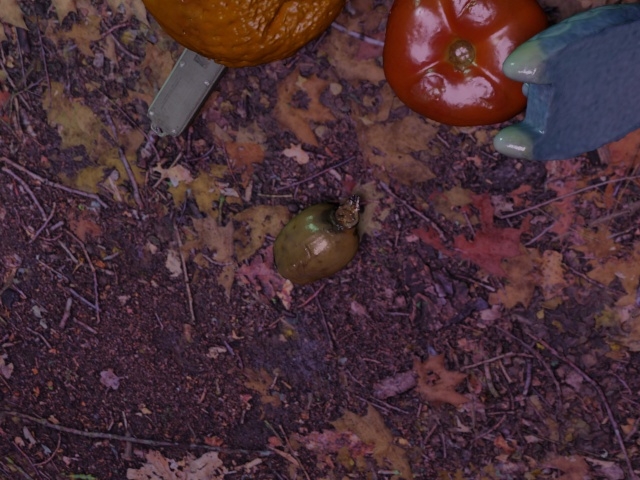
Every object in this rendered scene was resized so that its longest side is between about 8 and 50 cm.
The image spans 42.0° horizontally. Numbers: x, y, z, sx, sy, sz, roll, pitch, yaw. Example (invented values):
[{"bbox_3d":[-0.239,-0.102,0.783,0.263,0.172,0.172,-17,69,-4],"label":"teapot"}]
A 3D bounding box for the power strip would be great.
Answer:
[{"bbox_3d":[-0.222,-0.295,1.490,0.078,0.052,0.272,39,121,-2],"label":"power strip"}]

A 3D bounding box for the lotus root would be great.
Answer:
[{"bbox_3d":[0.000,0.000,1.517,0.125,0.118,0.221,40,124,-22],"label":"lotus root"}]

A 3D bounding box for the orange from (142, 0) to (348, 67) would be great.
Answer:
[{"bbox_3d":[-0.117,-0.434,1.240,0.340,0.341,0.293,-51,56,30],"label":"orange"}]

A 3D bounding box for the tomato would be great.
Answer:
[{"bbox_3d":[0.223,-0.298,1.264,0.260,0.180,0.259,6,115,13],"label":"tomato"}]

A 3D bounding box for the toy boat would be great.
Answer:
[{"bbox_3d":[0.376,-0.239,1.200,0.123,0.330,0.215,47,152,45],"label":"toy boat"}]
